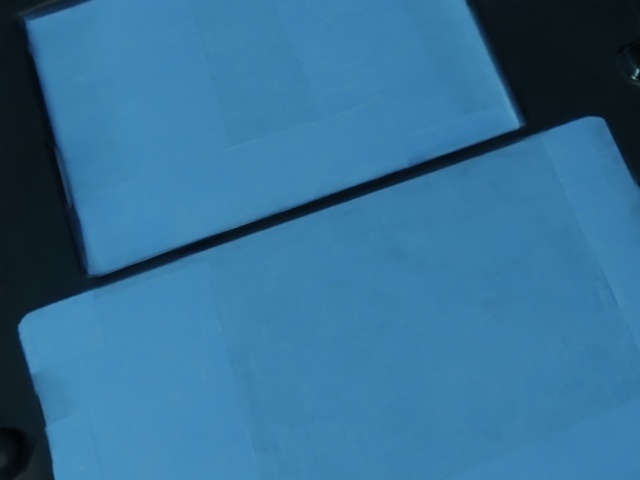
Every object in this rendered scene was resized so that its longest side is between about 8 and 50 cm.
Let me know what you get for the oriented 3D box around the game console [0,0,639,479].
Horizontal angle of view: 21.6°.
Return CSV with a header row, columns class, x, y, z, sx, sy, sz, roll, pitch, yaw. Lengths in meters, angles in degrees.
class,x,y,z,sx,sy,sz,roll,pitch,yaw
game console,0.000,0.000,0.625,0.387,0.060,0.342,-19,64,-1
